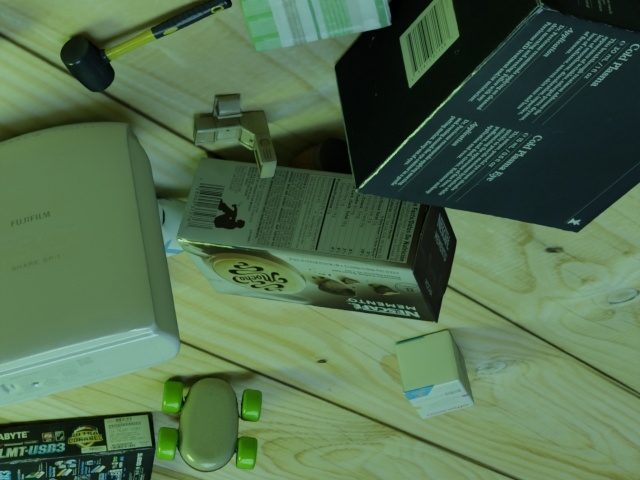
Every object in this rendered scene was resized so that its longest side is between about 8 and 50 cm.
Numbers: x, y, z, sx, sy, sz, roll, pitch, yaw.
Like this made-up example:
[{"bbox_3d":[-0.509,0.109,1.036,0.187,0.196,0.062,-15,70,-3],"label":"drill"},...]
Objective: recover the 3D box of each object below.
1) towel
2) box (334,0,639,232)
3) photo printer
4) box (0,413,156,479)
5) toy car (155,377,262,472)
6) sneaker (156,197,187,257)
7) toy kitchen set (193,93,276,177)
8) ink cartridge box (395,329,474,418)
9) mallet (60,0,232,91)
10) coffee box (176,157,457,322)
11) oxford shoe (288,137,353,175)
[{"bbox_3d":[-0.008,-0.254,1.544,0.152,0.023,0.113,-10,139,5],"label":"towel"},{"bbox_3d":[0.239,-0.184,1.592,0.313,0.179,0.343,10,145,-29],"label":"box"},{"bbox_3d":[-0.298,0.013,1.637,0.256,0.307,0.107,-15,150,5],"label":"photo printer"},{"bbox_3d":[-0.435,0.391,2.509,0.293,0.073,0.295,-3,150,-12],"label":"box"},{"bbox_3d":[-0.184,0.310,2.392,0.155,0.148,0.188,7,161,-6],"label":"toy car"},{"bbox_3d":[-0.247,-0.026,1.809,0.237,0.085,0.086,5,166,-23],"label":"sneaker"},{"bbox_3d":[-0.098,-0.118,1.707,0.083,0.075,0.068,-8,150,-13],"label":"toy kitchen set"},{"bbox_3d":[0.185,0.219,2.381,0.092,0.089,0.143,-15,152,10],"label":"ink cartridge box"},{"bbox_3d":[-0.185,-0.218,1.551,0.190,0.039,0.062,-27,145,19],"label":"mallet"},{"bbox_3d":[0.000,0.000,1.797,0.297,0.118,0.168,7,157,17],"label":"coffee box"},{"bbox_3d":[0.047,-0.069,1.862,0.076,0.076,0.212,-13,149,43],"label":"oxford shoe"}]
